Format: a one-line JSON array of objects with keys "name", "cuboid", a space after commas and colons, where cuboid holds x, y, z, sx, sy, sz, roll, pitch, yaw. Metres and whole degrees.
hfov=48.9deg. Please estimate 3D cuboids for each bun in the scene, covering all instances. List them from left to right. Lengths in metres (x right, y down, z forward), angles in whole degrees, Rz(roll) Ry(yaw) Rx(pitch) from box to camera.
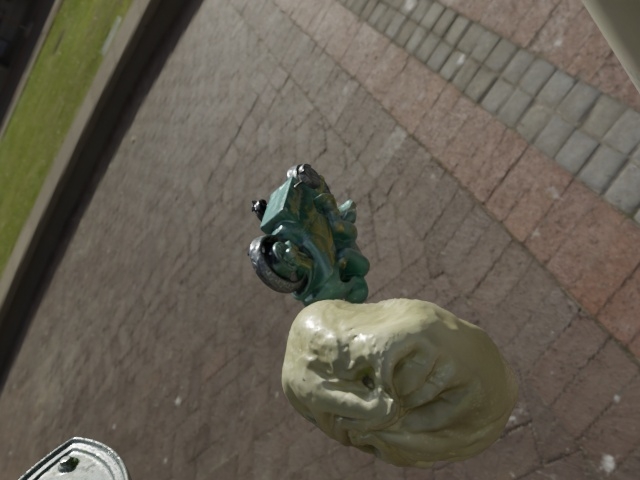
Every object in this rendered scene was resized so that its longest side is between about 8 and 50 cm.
[{"name": "bun", "cuboid": [0.068, 0.146, 0.684, 0.229, 0.229, 0.145, -26, 29, 49]}]

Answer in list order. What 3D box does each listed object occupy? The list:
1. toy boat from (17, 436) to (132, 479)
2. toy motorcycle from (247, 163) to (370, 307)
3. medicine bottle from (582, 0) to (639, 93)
[{"name": "toy boat", "cuboid": [-0.201, 0.233, 0.495, 0.141, 0.092, 0.319, -18, 18, -3]}, {"name": "toy motorcycle", "cuboid": [0.000, -0.001, 1.002, 0.109, 0.198, 0.296, -38, 23, 29]}, {"name": "medicine bottle", "cuboid": [0.277, -0.173, 0.422, 0.213, 0.378, 0.214, -27, 45, 30]}]
